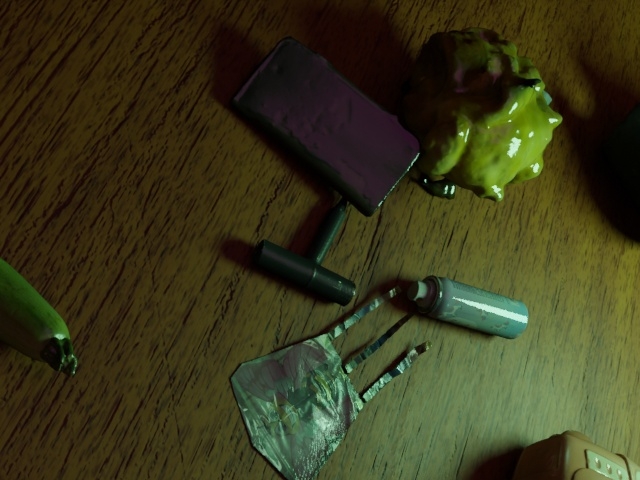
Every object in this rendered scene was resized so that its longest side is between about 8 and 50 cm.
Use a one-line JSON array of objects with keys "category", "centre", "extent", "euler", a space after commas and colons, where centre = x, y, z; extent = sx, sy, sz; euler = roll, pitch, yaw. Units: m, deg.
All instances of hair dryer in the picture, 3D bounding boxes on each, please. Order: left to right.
[{"category": "hair dryer", "centre": [-0.011, -0.010, 1.215], "extent": [0.173, 0.050, 0.195], "euler": [26, 58, -22]}]

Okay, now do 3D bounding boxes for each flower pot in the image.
[{"category": "flower pot", "centre": [0.762, -0.189, 1.592], "extent": [0.251, 0.379, 0.379], "euler": [42, 55, 14]}]

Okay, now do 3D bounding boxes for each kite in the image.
[{"category": "kite", "centre": [0.031, 0.215, 1.173], "extent": [0.360, 0.022, 0.204], "euler": [-30, 89, -30]}]

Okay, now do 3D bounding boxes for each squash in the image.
[{"category": "squash", "centre": [-0.375, 0.107, 0.942], "extent": [0.200, 0.075, 0.090], "euler": [39, 36, 12]}]

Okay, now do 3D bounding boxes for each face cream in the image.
[{"category": "face cream", "centre": [0.255, 0.115, 1.306], "extent": [0.229, 0.075, 0.075], "euler": [17, 65, -24]}]

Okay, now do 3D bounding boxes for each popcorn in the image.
[{"category": "popcorn", "centre": [0.281, -0.230, 1.323], "extent": [0.297, 0.281, 0.316], "euler": [-38, 98, -34]}]

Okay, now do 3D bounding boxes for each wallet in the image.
[{"category": "wallet", "centre": [0.013, -0.195, 1.251], "extent": [0.309, 0.042, 0.165], "euler": [38, 81, -5]}]

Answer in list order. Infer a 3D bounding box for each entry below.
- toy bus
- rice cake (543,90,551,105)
[{"category": "toy bus", "centre": [0.449, 0.448, 1.249], "extent": [0.287, 0.194, 0.232], "euler": [30, 48, -18]}, {"category": "rice cake", "centre": [0.394, -0.274, 1.540], "extent": [0.127, 0.043, 0.237], "euler": [49, 57, -8]}]
